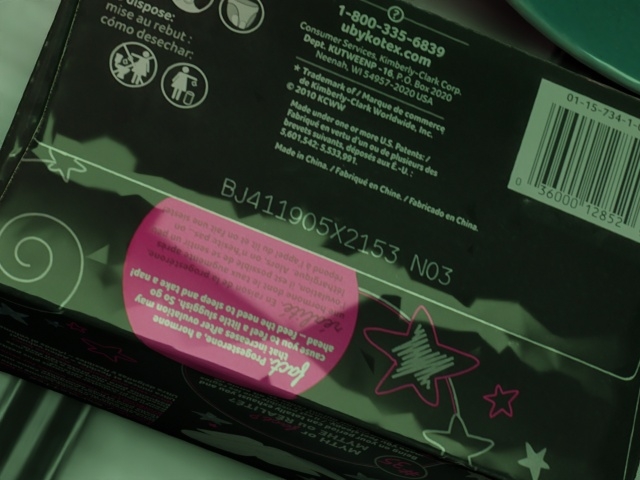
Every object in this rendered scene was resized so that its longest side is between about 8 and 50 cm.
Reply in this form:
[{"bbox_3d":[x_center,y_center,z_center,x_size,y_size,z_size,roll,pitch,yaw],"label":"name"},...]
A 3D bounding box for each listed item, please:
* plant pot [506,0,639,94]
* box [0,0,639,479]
[{"bbox_3d":[0.210,-0.227,0.812,0.271,0.272,0.255,30,58,-5],"label":"plant pot"},{"bbox_3d":[0.000,0.000,0.759,0.247,0.142,0.163,22,72,-8],"label":"box"}]
